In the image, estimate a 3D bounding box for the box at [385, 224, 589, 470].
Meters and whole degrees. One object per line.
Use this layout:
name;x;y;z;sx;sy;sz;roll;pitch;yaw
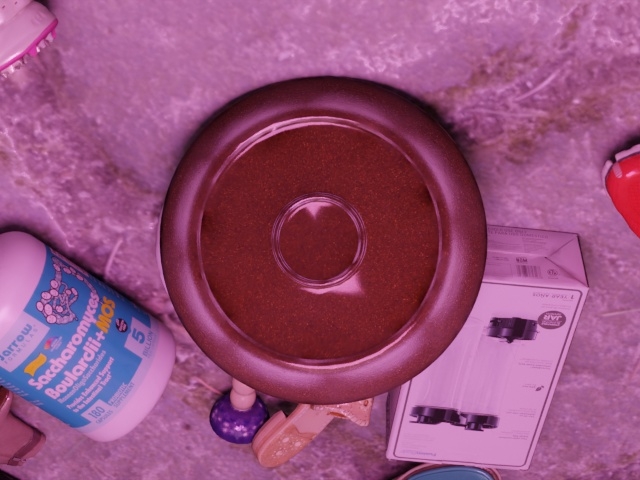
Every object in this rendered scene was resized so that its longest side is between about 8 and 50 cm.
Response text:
box;0.170;0.120;1.476;0.169;0.087;0.290;4;131;-4

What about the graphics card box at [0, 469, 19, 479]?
graphics card box;-0.508;0.456;1.679;0.094;0.233;0.371;35;122;-21

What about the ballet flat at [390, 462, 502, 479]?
ballet flat;0.117;0.302;1.638;0.248;0.086;0.086;-31;124;31

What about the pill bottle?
pill bottle;-0.289;0.088;1.413;0.264;0.146;0.146;36;122;-28

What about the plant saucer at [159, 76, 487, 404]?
plant saucer;0.000;0.000;1.270;0.311;0.050;0.310;0;90;4

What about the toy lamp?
toy lamp;-0.077;0.106;1.473;0.080;0.080;0.274;7;131;-6

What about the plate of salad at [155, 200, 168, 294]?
plate of salad;-0.069;0.002;1.342;0.200;0.200;0.048;-22;169;18

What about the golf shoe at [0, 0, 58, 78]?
golf shoe;-0.387;-0.175;1.225;0.306;0.115;0.140;-23;112;16

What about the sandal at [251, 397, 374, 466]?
sandal;0.024;0.182;1.499;0.088;0.079;0.240;20;118;-48

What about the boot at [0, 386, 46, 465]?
boot;-0.361;0.221;1.604;0.087;0.042;0.118;27;127;-29

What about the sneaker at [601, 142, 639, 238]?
sneaker;0.381;0.009;1.356;0.107;0.118;0.279;-32;124;24
